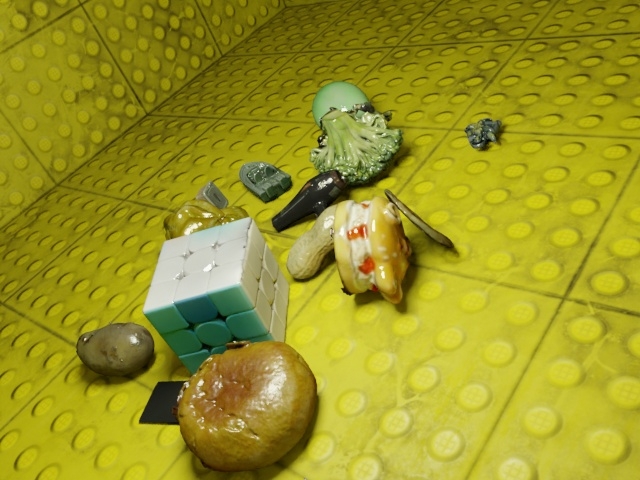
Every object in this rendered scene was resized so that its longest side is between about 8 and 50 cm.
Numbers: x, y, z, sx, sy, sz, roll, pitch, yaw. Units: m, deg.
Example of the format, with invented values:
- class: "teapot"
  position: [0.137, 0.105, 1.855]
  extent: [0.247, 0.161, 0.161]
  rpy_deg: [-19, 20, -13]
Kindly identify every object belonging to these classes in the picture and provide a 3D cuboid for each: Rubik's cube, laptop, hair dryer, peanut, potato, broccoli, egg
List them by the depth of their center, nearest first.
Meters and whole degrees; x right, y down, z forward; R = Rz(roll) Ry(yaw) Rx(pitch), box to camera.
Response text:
- class: "laptop"
  position: [-0.392, 0.440, 1.655]
  extent: [0.197, 0.016, 0.135]
  rpy_deg: [-7, 40, 26]
- class: "Rubik's cube"
  position: [-0.277, 0.157, 1.705]
  extent: [0.291, 0.291, 0.291]
  rpy_deg: [-15, 37, 13]
- class: "potato"
  position: [-0.615, 0.324, 1.821]
  extent: [0.262, 0.165, 0.165]
  rpy_deg: [-2, 41, 34]
- class: "peanut"
  position: [0.000, 0.000, 1.842]
  extent: [0.274, 0.111, 0.125]
  rpy_deg: [-47, 18, 12]
- class: "hair dryer"
  position: [-0.018, -0.046, 1.979]
  extent: [0.304, 0.120, 0.359]
  rpy_deg: [-35, 47, 18]
- class: "broccoli"
  position: [0.122, -0.337, 2.155]
  extent: [0.324, 0.272, 0.334]
  rpy_deg: [-16, 34, -21]
- class: "egg"
  position: [0.085, -0.513, 2.401]
  extent: [0.220, 0.220, 0.269]
  rpy_deg: [-31, 40, -8]

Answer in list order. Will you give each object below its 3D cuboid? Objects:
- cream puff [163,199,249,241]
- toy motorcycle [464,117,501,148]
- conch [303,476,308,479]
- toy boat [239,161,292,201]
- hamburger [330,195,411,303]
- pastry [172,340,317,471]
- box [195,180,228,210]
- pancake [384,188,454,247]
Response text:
- class: "cream puff"
  position: [-0.362, -0.023, 2.010]
  extent: [0.270, 0.274, 0.323]
  rpy_deg: [-37, 39, 1]
- class: "toy motorcycle"
  position: [0.560, -0.370, 2.070]
  extent: [0.124, 0.061, 0.193]
  rpy_deg: [-23, 27, 15]
- class: "conch"
  position: [-0.006, 0.557, 1.226]
  extent: [0.088, 0.065, 0.180]
  rpy_deg: [-28, 41, -5]
- class: "toy boat"
  position: [-0.233, -0.248, 2.367]
  extent: [0.141, 0.092, 0.319]
  rpy_deg: [-34, 35, -15]
- class: "hamburger"
  position: [0.146, 0.026, 1.654]
  extent: [0.187, 0.261, 0.302]
  rpy_deg: [-5, 44, 19]
- class: "pastry"
  position: [-0.179, 0.389, 1.465]
  extent: [0.356, 0.163, 0.356]
  rpy_deg: [-14, 36, 11]
- class: "box"
  position: [-0.421, -0.157, 2.347]
  extent: [0.062, 0.122, 0.089]
  rpy_deg: [-19, 35, 28]
- class: "pancake"
  position: [0.272, -0.060, 1.716]
  extent: [0.031, 0.250, 0.250]
  rpy_deg: [-51, 35, 8]
